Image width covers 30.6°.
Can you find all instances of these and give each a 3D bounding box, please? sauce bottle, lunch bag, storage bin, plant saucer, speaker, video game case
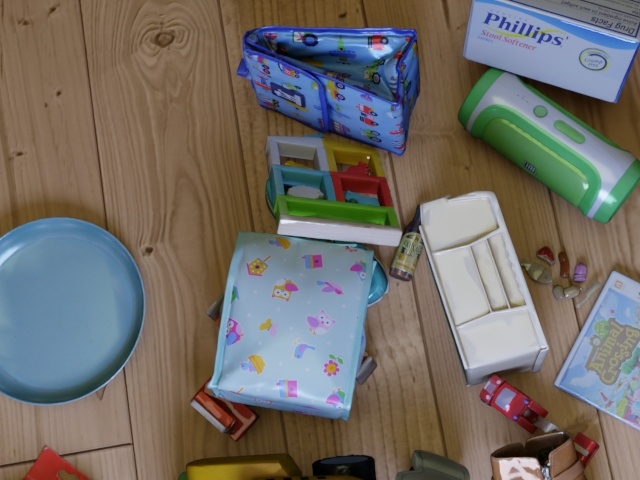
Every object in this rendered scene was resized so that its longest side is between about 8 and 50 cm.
[{"bbox_3d":[0.150,0.003,1.921,0.042,0.042,0.128,17,80,10],"label":"sauce bottle"},{"bbox_3d":[-0.039,0.119,1.751,0.223,0.160,0.262,8,74,3],"label":"lunch bag"},{"bbox_3d":[0.006,-0.265,1.907,0.293,0.221,0.138,12,75,10],"label":"lunch bag"},{"bbox_3d":[0.242,0.077,1.782,0.123,0.262,0.260,-17,75,4],"label":"storage bin"},{"bbox_3d":[-0.444,0.119,1.956,0.318,0.043,0.317,-1,77,6],"label":"plant saucer"},{"bbox_3d":[0.371,-0.156,1.888,0.296,0.131,0.131,37,83,13],"label":"speaker"},{"bbox_3d":[0.503,0.182,1.851,0.193,0.023,0.212,28,81,12],"label":"video game case"}]

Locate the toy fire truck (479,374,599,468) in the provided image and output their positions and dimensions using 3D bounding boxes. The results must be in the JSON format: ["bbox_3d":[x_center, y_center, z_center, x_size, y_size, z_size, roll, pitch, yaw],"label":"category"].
[{"bbox_3d":[0.336,0.278,1.785,0.135,0.192,0.047,34,89,41],"label":"toy fire truck"}]

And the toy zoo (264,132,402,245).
[{"bbox_3d":[0.013,-0.095,1.874,0.192,0.030,0.293,6,34,-12],"label":"toy zoo"}]

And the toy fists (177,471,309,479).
[{"bbox_3d":[-0.097,0.425,1.819,0.279,0.096,0.142,8,77,9],"label":"toy fists"}]

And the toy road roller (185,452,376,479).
[{"bbox_3d":[-0.064,0.415,1.642,0.330,0.240,0.202,-5,87,11],"label":"toy road roller"}]

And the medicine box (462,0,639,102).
[{"bbox_3d":[0.401,-0.402,1.890,0.263,0.149,0.289,19,57,10],"label":"medicine box"}]

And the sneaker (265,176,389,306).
[{"bbox_3d":[0.000,0.000,1.903,0.107,0.110,0.275,-43,77,-5],"label":"sneaker"}]

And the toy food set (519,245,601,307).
[{"bbox_3d":[0.391,0.054,1.897,0.078,0.019,0.122,-45,69,-6],"label":"toy food set"}]

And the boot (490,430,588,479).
[{"bbox_3d":[0.279,0.418,1.713,0.283,0.109,0.220,-19,109,-10],"label":"boot"}]

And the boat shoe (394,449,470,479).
[{"bbox_3d":[0.152,0.391,1.684,0.127,0.340,0.113,19,93,2],"label":"boat shoe"}]

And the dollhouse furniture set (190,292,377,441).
[{"bbox_3d":[-0.082,0.191,1.852,0.262,0.135,0.259,39,83,13],"label":"dollhouse furniture set"}]

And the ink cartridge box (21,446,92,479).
[{"bbox_3d":[-0.446,0.445,1.878,0.145,0.045,0.179,34,85,12],"label":"ink cartridge box"}]
